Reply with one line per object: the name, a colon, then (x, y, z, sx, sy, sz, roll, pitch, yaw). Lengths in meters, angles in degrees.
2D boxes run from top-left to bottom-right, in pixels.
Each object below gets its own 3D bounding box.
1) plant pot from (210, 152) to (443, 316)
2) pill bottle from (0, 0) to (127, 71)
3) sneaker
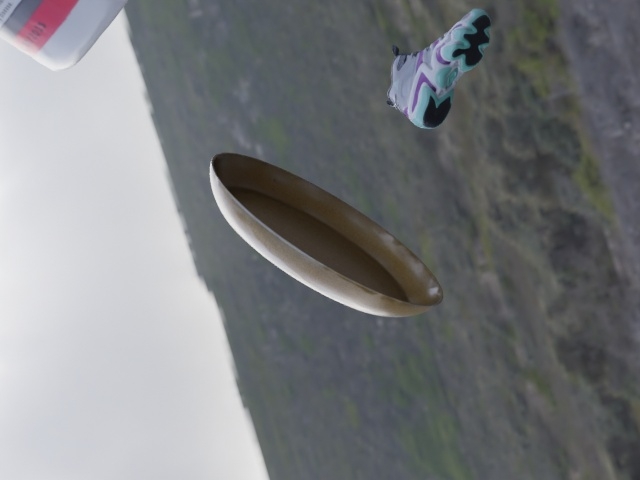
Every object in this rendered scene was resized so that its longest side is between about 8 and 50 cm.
plant pot: (0.000, 0.000, 1.293, 0.236, 0.032, 0.236, 29, -166, -8)
pill bottle: (-0.249, -0.265, 0.944, 0.318, 0.176, 0.176, 34, -161, -18)
sneaker: (0.081, -0.139, 1.110, 0.069, 0.098, 0.038, 36, -175, 42)
